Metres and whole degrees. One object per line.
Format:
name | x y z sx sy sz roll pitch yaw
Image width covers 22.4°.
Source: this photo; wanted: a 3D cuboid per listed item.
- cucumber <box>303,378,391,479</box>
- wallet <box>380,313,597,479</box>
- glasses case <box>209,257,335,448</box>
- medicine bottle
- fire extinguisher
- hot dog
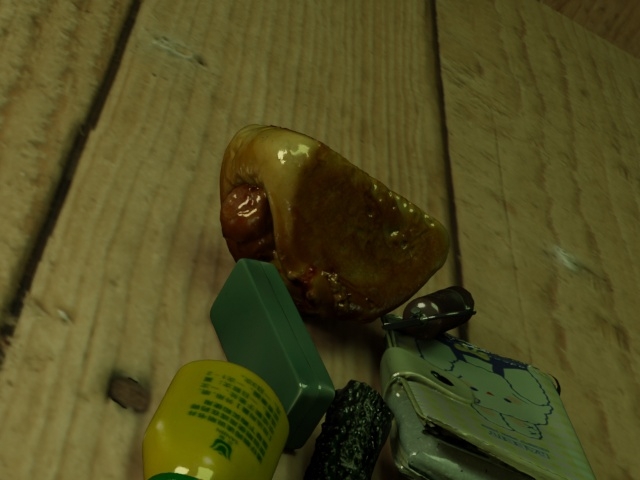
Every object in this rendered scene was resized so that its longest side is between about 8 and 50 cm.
cucumber | 0.010 0.212 1.374 0.067 0.067 0.245 32 30 -4
wallet | 0.159 0.174 1.573 0.223 0.077 0.309 22 15 -9
glasses case | -0.047 0.102 1.478 0.039 0.078 0.184 12 33 -33
medicine bottle | -0.099 0.193 1.261 0.111 0.076 0.309 30 25 -3
fire extinguisher | 0.124 0.073 1.650 0.157 0.078 0.045 -9 88 -69
hot dog | 0.000 0.000 1.618 0.257 0.153 0.150 32 -7 -38
